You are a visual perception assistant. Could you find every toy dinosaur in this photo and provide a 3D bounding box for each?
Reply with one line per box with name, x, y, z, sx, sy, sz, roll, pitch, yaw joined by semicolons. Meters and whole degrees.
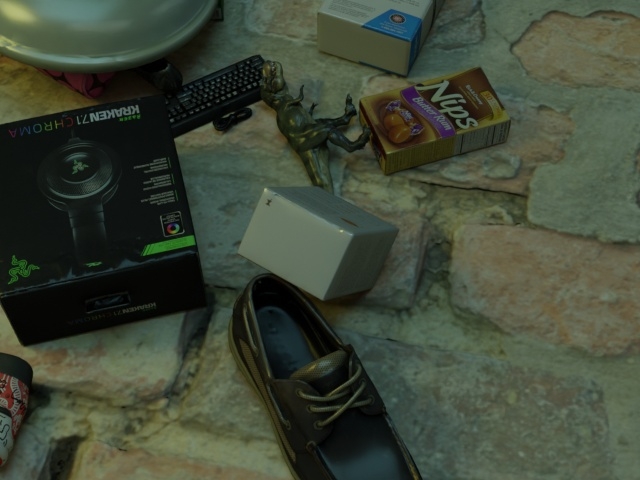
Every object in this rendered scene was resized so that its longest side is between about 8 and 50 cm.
toy dinosaur;0.003;-0.148;1.628;0.118;0.064;0.268;-21;60;-5

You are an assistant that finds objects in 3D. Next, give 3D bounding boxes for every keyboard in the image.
keyboard;-0.145;-0.204;1.688;0.180;0.023;0.108;-26;60;-15

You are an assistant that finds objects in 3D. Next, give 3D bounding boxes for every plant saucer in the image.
plant saucer;-0.340;-0.413;1.690;0.400;0.100;0.400;5;53;-6

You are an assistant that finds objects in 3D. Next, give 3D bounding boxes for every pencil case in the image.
pencil case;-0.384;-0.291;1.709;0.209;0.095;0.098;35;59;19

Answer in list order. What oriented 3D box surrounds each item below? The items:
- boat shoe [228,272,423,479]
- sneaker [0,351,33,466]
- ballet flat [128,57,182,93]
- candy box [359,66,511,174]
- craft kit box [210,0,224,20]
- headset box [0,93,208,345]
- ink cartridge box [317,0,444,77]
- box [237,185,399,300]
boat shoe;-0.004;0.184;1.358;0.132;0.130;0.355;-31;61;-18
sneaker;-0.483;0.201;1.376;0.270;0.090;0.145;4;54;0
ballet flat;-0.261;-0.269;1.711;0.173;0.049;0.057;33;62;31
candy box;0.159;-0.170;1.643;0.186;0.053;0.109;-16;56;-11
craft kit box;-0.273;-0.445;1.834;0.250;0.061;0.247;-2;53;-1
headset box;-0.289;-0.021;1.500;0.246;0.131;0.283;-11;57;-6
ink cartridge box;0.100;-0.359;1.750;0.148;0.086;0.203;20;58;13
box;0.000;0.000;1.450;0.130;0.170;0.091;29;103;19
